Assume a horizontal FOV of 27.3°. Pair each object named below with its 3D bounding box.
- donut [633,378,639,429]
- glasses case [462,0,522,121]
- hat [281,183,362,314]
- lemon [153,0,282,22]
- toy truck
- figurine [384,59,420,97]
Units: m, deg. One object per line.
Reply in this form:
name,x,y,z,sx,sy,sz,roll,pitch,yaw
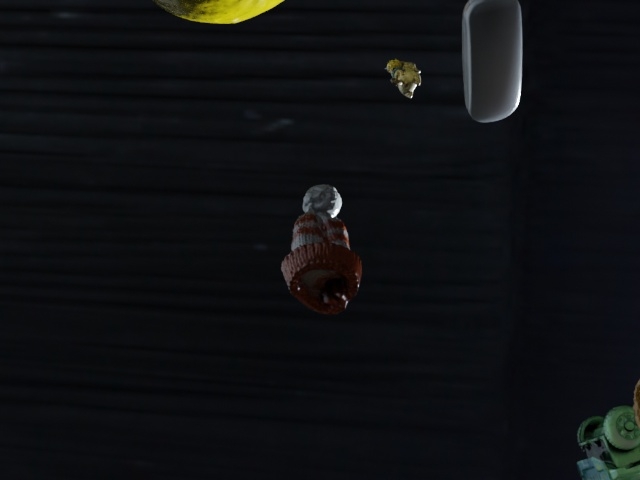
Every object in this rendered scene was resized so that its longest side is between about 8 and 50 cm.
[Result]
donut,0.444,0.190,1.476,0.065,0.178,0.162,-27,119,-50
glasses case,0.189,-0.201,1.449,0.041,0.063,0.164,-113,-169,-48
hat,0.000,0.000,1.687,0.112,0.093,0.162,46,26,-45
lemon,-0.155,-0.483,1.945,0.348,0.348,0.348,3,90,-79
toy truck,0.536,0.311,2.027,0.155,0.278,0.156,118,-46,-72
figurine,0.136,-0.277,2.198,0.047,0.050,0.083,-54,-157,23
